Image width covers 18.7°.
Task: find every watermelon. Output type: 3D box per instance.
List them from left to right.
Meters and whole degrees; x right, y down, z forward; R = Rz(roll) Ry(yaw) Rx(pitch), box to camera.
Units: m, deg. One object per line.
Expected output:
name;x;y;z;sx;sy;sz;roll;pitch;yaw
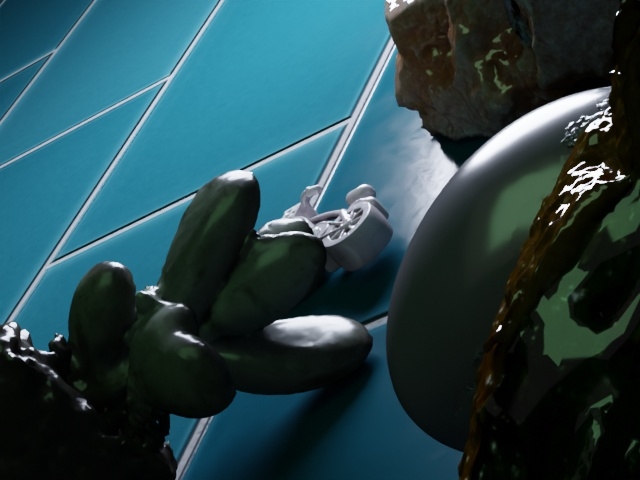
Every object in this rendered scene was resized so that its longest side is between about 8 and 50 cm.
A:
watermelon;0.178;-0.202;1.254;0.302;0.151;0.264;-40;21;-10

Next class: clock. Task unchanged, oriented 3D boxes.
clock;0.000;0.000;1.264;0.129;0.041;0.087;-22;28;46

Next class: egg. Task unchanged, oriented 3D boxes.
egg;0.117;0.017;0.883;0.199;0.146;0.146;-46;21;-3

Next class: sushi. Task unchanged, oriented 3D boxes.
sushi;0.133;0.063;0.741;0.140;0.149;0.287;-17;-55;-80

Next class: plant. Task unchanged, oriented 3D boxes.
plant;-0.111;0.079;1.119;0.274;0.146;0.149;-37;17;-1
